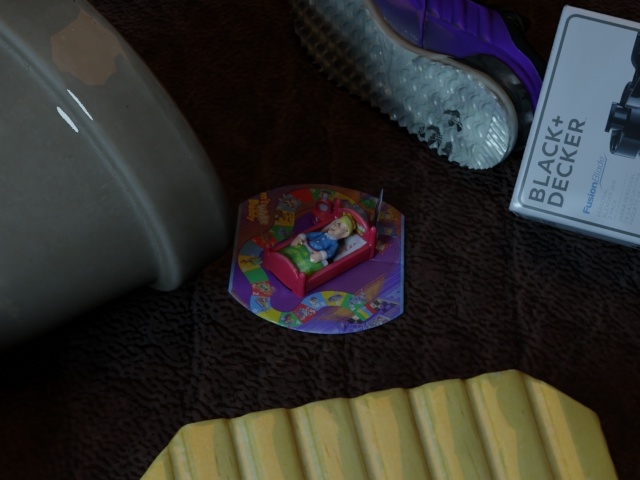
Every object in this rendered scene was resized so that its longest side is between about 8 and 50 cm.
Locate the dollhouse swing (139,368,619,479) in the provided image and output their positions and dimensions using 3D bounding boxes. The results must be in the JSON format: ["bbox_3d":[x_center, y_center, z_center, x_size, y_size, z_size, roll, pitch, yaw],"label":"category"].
[{"bbox_3d":[0.080,0.211,0.796,0.347,0.315,0.305,-8,80,-15],"label":"dollhouse swing"}]

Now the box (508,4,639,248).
[{"bbox_3d":[0.304,-0.062,1.222,0.290,0.169,0.087,17,3,10],"label":"box"}]

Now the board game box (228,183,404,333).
[{"bbox_3d":[0.000,0.000,1.224,0.133,0.033,0.168,6,42,-1],"label":"board game box"}]

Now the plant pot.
[{"bbox_3d":[-0.227,-0.028,1.098,0.229,0.263,0.263,-39,56,-16],"label":"plant pot"}]

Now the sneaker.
[{"bbox_3d":[0.100,-0.174,1.388,0.146,0.102,0.293,-25,55,-35],"label":"sneaker"}]
